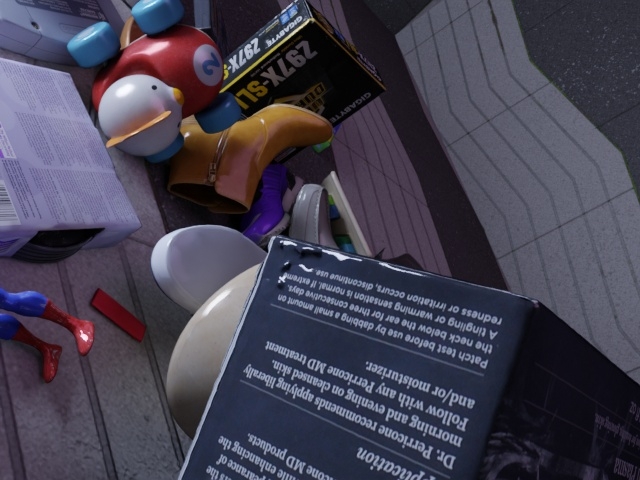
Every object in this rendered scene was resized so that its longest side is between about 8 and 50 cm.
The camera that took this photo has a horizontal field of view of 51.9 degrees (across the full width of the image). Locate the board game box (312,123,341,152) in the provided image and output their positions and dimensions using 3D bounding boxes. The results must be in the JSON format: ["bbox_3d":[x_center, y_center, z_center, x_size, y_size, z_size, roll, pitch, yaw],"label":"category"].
[{"bbox_3d":[-0.026,-0.390,1.853,0.213,0.046,0.317,51,24,-15],"label":"board game box"}]

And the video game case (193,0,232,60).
[{"bbox_3d":[-0.216,-0.415,1.359,0.248,0.035,0.275,81,-1,-53],"label":"video game case"}]

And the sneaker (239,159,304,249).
[{"bbox_3d":[-0.128,-0.082,1.228,0.146,0.102,0.293,43,24,-14],"label":"sneaker"}]

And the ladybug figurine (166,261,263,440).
[{"bbox_3d":[0.001,0.174,0.896,0.162,0.305,0.449,28,12,35],"label":"ladybug figurine"}]

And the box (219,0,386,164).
[{"bbox_3d":[-0.073,-0.282,1.279,0.257,0.322,0.079,30,35,-49],"label":"box"}]

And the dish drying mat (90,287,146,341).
[{"bbox_3d":[-0.259,0.097,0.847,0.083,0.008,0.032,46,26,-26],"label":"dish drying mat"}]

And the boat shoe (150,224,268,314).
[{"bbox_3d":[-0.129,0.068,0.974,0.367,0.156,0.136,14,68,-52],"label":"boat shoe"}]

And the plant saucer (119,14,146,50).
[{"bbox_3d":[-0.293,-0.293,1.147,0.200,0.037,0.200,-10,90,-75],"label":"plant saucer"}]

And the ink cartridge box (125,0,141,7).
[{"bbox_3d":[-0.391,-0.699,1.350,0.285,0.166,0.395,45,26,-29],"label":"ink cartridge box"}]

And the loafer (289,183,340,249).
[{"bbox_3d":[0.009,0.057,1.163,0.112,0.111,0.319,10,77,-70],"label":"loafer"}]

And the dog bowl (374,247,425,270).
[{"bbox_3d":[0.204,0.184,1.542,0.349,0.102,0.349,44,28,-31],"label":"dog bowl"}]

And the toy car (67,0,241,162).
[{"bbox_3d":[-0.236,-0.201,0.948,0.238,0.210,0.219,-106,169,-55],"label":"toy car"}]

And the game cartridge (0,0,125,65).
[{"bbox_3d":[-0.427,-0.368,1.025,0.198,0.062,0.297,64,23,1],"label":"game cartridge"}]

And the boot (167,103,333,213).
[{"bbox_3d":[-0.117,-0.139,1.162,0.295,0.104,0.211,6,59,-14],"label":"boot"}]

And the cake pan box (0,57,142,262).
[{"bbox_3d":[-0.365,-0.103,0.807,0.267,0.070,0.246,62,25,8],"label":"cake pan box"}]

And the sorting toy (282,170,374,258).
[{"bbox_3d":[0.000,0.000,1.253,0.038,0.208,0.193,-7,66,-41],"label":"sorting toy"}]

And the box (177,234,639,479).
[{"bbox_3d":[0.105,0.310,0.683,0.480,0.297,0.471,31,78,-47],"label":"box"}]

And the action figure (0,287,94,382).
[{"bbox_3d":[-0.347,0.069,0.599,0.280,0.091,0.139,42,19,-34],"label":"action figure"}]
